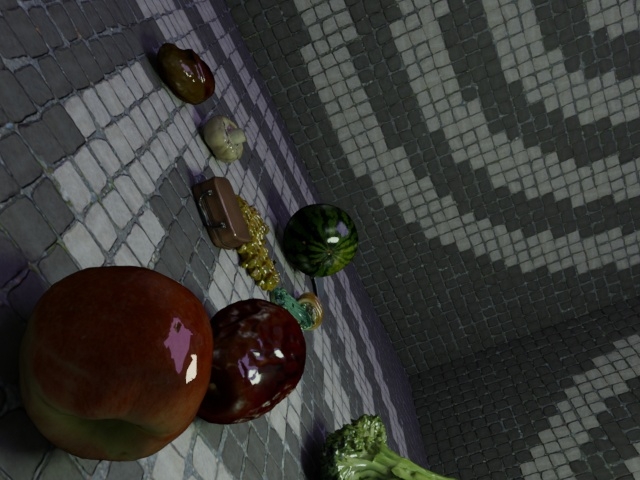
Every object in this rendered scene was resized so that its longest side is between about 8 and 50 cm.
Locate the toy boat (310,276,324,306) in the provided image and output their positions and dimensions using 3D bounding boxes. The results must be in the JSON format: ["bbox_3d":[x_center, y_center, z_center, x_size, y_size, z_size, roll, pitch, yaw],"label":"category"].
[{"bbox_3d":[-0.005,0.144,2.404,0.219,0.072,0.317,22,50,-72],"label":"toy boat"}]

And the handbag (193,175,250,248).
[{"bbox_3d":[-0.262,-0.073,1.494,0.151,0.072,0.193,-6,75,-80],"label":"handbag"}]

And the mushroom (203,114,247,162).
[{"bbox_3d":[-0.289,-0.314,1.731,0.154,0.123,0.154,-15,90,-78],"label":"mushroom"}]

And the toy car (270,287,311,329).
[{"bbox_3d":[-0.095,0.223,1.768,0.186,0.058,0.093,45,22,-36],"label":"toy car"}]

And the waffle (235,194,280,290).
[{"bbox_3d":[-0.199,-0.004,1.688,0.259,0.069,0.292,54,15,-56],"label":"waffle"}]

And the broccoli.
[{"bbox_3d":[0.187,0.620,1.511,0.353,0.398,0.274,-107,-165,-50],"label":"broccoli"}]

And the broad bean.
[{"bbox_3d":[-0.380,-0.479,1.606,0.228,0.122,0.156,51,21,-69],"label":"broad bean"}]

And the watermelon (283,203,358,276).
[{"bbox_3d":[0.000,0.000,2.123,0.285,0.285,0.284,-22,90,-80],"label":"watermelon"}]

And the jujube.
[{"bbox_3d":[-0.146,0.233,1.101,0.222,0.223,0.318,68,17,0],"label":"jujube"}]

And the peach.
[{"bbox_3d":[-0.248,0.134,0.701,0.256,0.233,0.232,-102,166,-52],"label":"peach"}]

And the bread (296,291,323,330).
[{"bbox_3d":[-0.037,0.242,1.970,0.177,0.084,0.119,-67,135,-82],"label":"bread"}]
